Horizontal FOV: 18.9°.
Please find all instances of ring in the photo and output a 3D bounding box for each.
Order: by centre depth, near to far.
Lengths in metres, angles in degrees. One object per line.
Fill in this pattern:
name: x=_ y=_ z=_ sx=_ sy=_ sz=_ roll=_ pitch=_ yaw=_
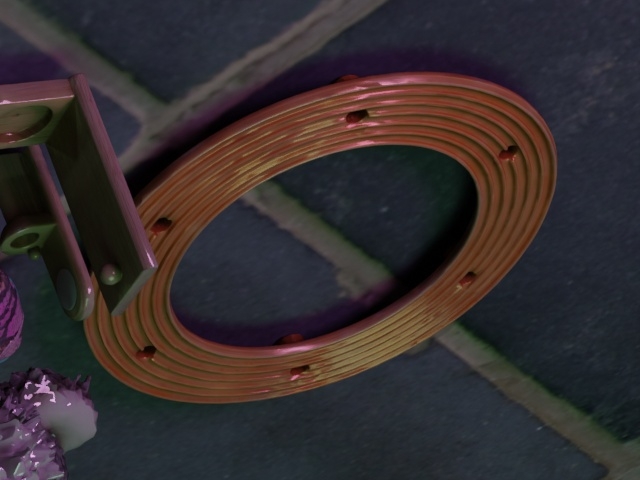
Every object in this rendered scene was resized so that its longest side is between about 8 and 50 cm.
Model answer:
ring: x=0.000 y=0.000 z=1.281 sx=0.337 sy=0.032 sz=0.336 roll=-16 pitch=147 yaw=-11

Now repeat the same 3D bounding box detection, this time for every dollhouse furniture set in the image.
dollhouse furniture set: x=-0.199 y=0.006 z=1.046 sx=0.151 sy=0.123 sz=0.144 roll=-10 pitch=156 yaw=-34

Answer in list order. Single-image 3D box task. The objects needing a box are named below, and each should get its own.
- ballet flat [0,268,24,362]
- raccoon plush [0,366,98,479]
ballet flat: x=-0.286 y=0.060 z=1.152 sx=0.221 sy=0.077 sz=0.079 roll=-17 pitch=128 yaw=-21
raccoon plush: x=-0.281 y=0.054 z=1.005 sx=0.216 sy=0.446 sz=0.299 roll=-13 pitch=-163 yaw=23
